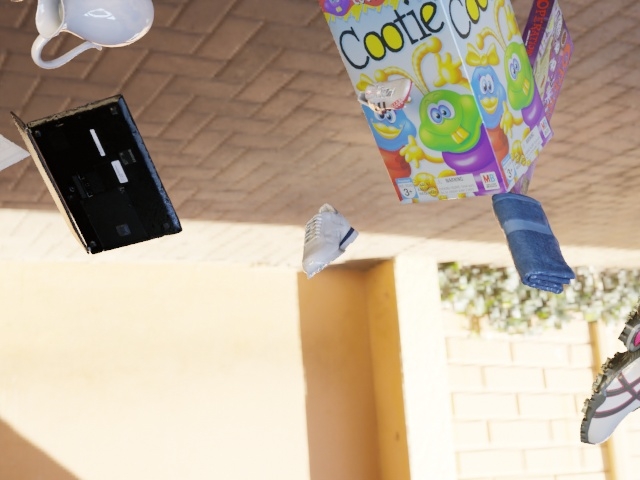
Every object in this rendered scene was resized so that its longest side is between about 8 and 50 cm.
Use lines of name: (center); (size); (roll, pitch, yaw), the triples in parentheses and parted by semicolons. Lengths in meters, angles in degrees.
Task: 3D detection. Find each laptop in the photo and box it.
laptop: (-0.361, -0.112, 1.469); (0.264, 0.234, 0.137); (-14, -155, 17)

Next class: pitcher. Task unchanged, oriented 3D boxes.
pitcher: (-0.413, -0.389, 1.653); (0.207, 0.125, 0.178); (-13, 139, -48)

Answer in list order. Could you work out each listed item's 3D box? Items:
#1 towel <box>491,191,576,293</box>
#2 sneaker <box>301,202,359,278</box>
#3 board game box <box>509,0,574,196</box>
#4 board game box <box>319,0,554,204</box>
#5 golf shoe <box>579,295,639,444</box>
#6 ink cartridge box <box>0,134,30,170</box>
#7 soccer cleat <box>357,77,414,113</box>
towel: (0.225, -0.001, 0.987); (0.067, 0.119, 0.029); (12, 137, -28)
sneaker: (0.000, 0.000, 1.852); (0.090, 0.095, 0.235); (-31, -171, 22)
board game box: (0.403, -0.267, 1.781); (0.056, 0.347, 0.208); (16, 172, 24)
board game box: (0.126, -0.197, 0.999); (0.144, 0.275, 0.142); (-5, -152, 40)
golf shoe: (0.443, 0.190, 1.265); (0.120, 0.273, 0.105); (28, -149, 16)
ink cartridge box: (-0.485, -0.101, 1.205); (0.145, 0.179, 0.045); (-37, 144, -36)
soccer cleat: (0.063, -0.142, 0.897); (0.035, 0.029, 0.083); (18, 172, -17)
